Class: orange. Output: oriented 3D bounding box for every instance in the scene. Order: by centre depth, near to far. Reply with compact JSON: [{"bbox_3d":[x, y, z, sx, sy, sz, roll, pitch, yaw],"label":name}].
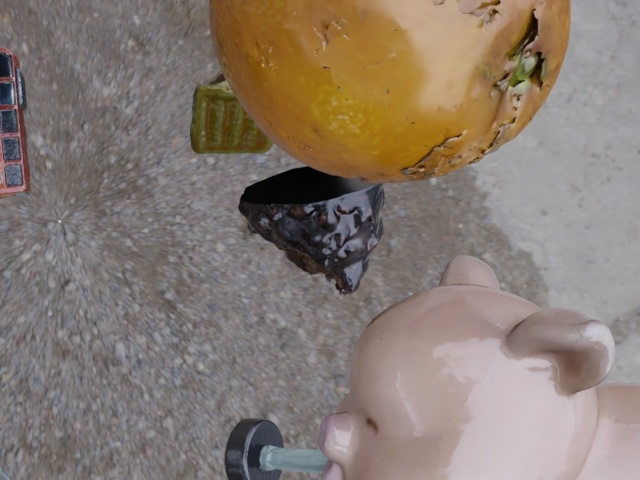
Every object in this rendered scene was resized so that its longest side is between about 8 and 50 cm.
[{"bbox_3d":[0.044,-0.160,0.661,0.246,0.246,0.246,0,91,-15],"label":"orange"}]

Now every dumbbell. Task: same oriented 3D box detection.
[{"bbox_3d":[-0.018,0.274,1.228,0.191,0.100,0.100,-4,93,29],"label":"dumbbell"}]

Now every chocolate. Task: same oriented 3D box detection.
[{"bbox_3d":[0.000,0.000,1.417,0.206,0.224,0.177,-9,106,4],"label":"chocolate"}]

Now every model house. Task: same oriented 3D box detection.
[{"bbox_3d":[-0.108,-0.252,1.613,0.239,0.173,0.268,-15,134,-31],"label":"model house"}]

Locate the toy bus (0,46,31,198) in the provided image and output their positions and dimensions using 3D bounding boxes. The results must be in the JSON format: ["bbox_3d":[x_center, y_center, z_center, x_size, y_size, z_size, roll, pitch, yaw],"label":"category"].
[{"bbox_3d":[-0.233,-0.085,0.710,0.043,0.031,0.110,-6,87,-8],"label":"toy bus"}]

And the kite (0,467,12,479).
[{"bbox_3d":[-0.210,0.233,0.517,0.141,0.015,0.245,48,38,-37],"label":"kite"}]

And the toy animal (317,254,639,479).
[{"bbox_3d":[0.159,0.160,0.719,0.326,0.237,0.269,2,98,-9],"label":"toy animal"}]
